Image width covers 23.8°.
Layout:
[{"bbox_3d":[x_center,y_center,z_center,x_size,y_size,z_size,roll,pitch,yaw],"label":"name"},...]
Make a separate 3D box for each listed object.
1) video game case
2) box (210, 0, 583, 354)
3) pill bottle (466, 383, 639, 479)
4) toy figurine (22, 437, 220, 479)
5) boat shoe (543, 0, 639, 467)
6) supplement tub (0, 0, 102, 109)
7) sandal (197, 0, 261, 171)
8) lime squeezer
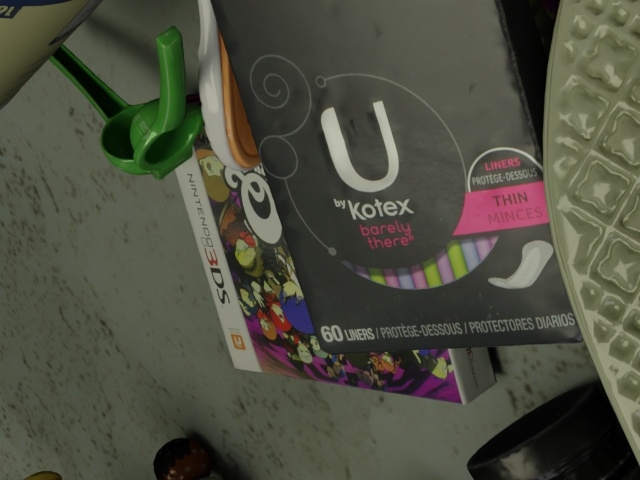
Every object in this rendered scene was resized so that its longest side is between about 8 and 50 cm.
[{"bbox_3d":[0.000,0.000,1.038,0.232,0.042,0.210,4,117,45],"label":"video game case"},{"bbox_3d":[0.060,-0.091,0.809,0.165,0.143,0.270,-7,110,32],"label":"box"},{"bbox_3d":[0.185,0.203,0.914,0.219,0.123,0.123,57,141,1],"label":"pill bottle"},{"bbox_3d":[-0.168,0.273,1.274,0.148,0.213,0.210,54,141,31],"label":"toy figurine"},{"bbox_3d":[0.231,0.042,0.727,0.186,0.156,0.500,-12,95,28],"label":"boat shoe"},{"bbox_3d":[-0.237,-0.192,0.870,0.235,0.235,0.325,58,142,0],"label":"supplement tub"},{"bbox_3d":[-0.028,-0.169,0.916,0.076,0.102,0.265,6,115,24],"label":"sandal"},{"bbox_3d":[-0.117,-0.094,1.007,0.310,0.058,0.110,18,124,66],"label":"lime squeezer"}]
